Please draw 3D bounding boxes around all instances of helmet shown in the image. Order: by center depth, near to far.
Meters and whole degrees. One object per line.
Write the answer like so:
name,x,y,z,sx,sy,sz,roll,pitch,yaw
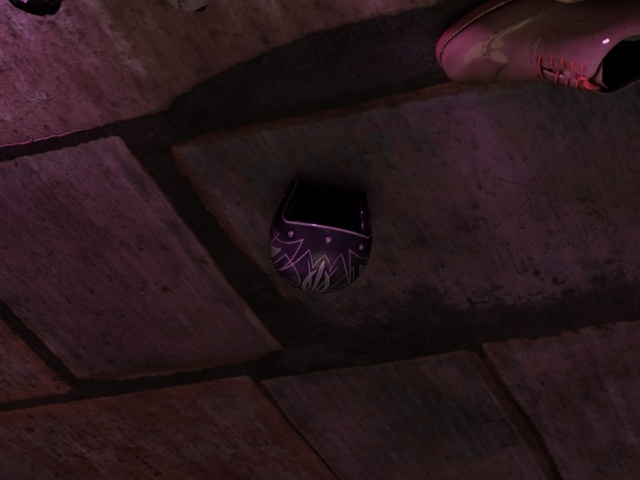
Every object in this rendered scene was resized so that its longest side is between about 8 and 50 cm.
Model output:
helmet,0.000,0.000,2.100,0.169,0.161,0.169,3,144,2

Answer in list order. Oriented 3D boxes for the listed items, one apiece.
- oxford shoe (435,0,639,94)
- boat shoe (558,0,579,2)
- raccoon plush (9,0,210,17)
oxford shoe,0.308,-0.241,1.752,0.348,0.130,0.123,-12,141,22
boat shoe,0.402,-0.331,1.637,0.302,0.103,0.113,-7,143,16
raccoon plush,-0.241,-0.424,1.524,0.299,0.216,0.446,-14,141,12
